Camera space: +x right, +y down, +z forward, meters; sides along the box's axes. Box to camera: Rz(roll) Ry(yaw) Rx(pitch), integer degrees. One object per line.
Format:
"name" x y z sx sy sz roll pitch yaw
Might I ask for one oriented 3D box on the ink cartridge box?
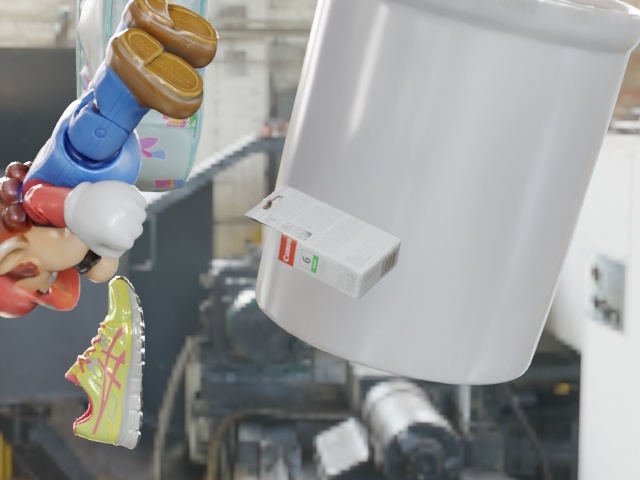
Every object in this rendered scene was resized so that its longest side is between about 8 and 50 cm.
"ink cartridge box" 0.000 0.000 1.166 0.115 0.029 0.063 26 39 22

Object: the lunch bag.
"lunch bag" -0.192 -0.179 1.481 0.108 0.279 0.224 3 -1 -19

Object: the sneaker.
"sneaker" -0.259 0.146 1.747 0.094 0.208 0.081 2 -2 -8

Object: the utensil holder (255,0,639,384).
"utensil holder" 0.118 -0.088 1.487 0.328 0.385 0.327 14 16 -4

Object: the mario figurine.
"mario figurine" -0.180 -0.043 1.215 0.320 0.170 0.198 -48 -17 32
